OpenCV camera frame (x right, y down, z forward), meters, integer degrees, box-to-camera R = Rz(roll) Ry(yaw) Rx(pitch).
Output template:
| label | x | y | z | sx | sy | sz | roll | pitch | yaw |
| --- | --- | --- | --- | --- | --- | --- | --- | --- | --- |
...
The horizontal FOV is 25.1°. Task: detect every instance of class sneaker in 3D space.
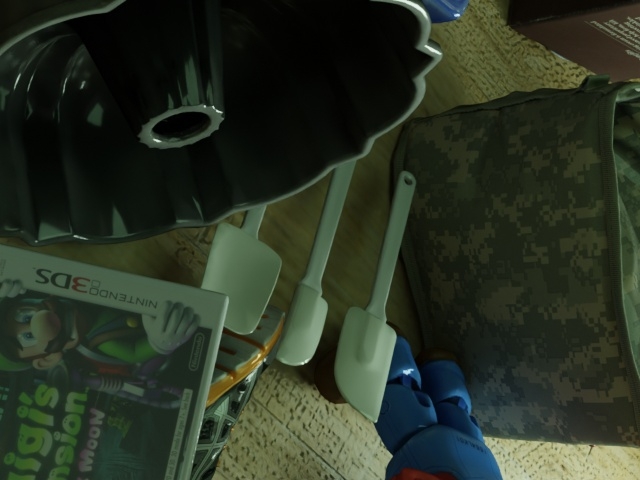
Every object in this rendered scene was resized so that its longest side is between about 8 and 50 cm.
| label | x | y | z | sx | sy | sz | roll | pitch | yaw |
| --- | --- | --- | --- | --- | --- | --- | --- | --- | --- |
| sneaker | -0.095 | 0.126 | 1.029 | 0.215 | 0.084 | 0.083 | -49 | 137 | -32 |

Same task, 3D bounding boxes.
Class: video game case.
| label | x | y | z | sx | sy | sz | roll | pitch | yaw |
| --- | --- | --- | --- | --- | --- | --- | --- | --- | --- |
| video game case | -0.163 | 0.108 | 0.933 | 0.173 | 0.022 | 0.190 | 13 | 77 | -5 |

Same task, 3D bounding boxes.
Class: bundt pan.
| label | x | y | z | sx | sy | sz | roll | pitch | yaw |
| --- | --- | --- | --- | --- | --- | --- | --- | --- | --- |
| bundt pan | -0.099 | -0.121 | 0.886 | 0.330 | 0.331 | 0.124 | 4 | 61 | -42 |

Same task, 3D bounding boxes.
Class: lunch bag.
| label | x | y | z | sx | sy | sz | roll | pitch | yaw |
| --- | --- | --- | --- | --- | --- | --- | --- | --- | --- |
| lunch bag | 0.196 | 0.012 | 1.187 | 0.169 | 0.235 | 0.287 | -19 | 100 | -41 |

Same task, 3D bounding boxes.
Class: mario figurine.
| label | x | y | z | sx | sy | sz | roll | pitch | yaw |
| --- | --- | --- | --- | --- | --- | --- | --- | --- | --- |
| mario figurine | 0.077 | 0.215 | 1.064 | 0.198 | 0.320 | 0.170 | -5 | 128 | -15 |

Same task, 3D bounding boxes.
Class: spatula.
| label | x | y | z | sx | sy | sz | roll | pitch | yaw |
| --- | --- | --- | --- | --- | --- | --- | --- | --- | --- |
| spatula | 0.000 | 0.000 | 1.084 | 0.168 | 0.019 | 0.242 | 31 | 47 | -18 |

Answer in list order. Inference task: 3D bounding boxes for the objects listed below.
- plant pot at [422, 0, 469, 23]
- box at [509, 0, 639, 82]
| label | x | y | z | sx | sy | sz | roll | pitch | yaw |
| --- | --- | --- | --- | --- | --- | --- | --- | --- | --- |
| plant pot | -0.012 | -0.297 | 1.028 | 0.236 | 0.212 | 0.236 | 33 | 67 | -36 |
| box | 0.311 | -0.260 | 1.329 | 0.168 | 0.203 | 0.167 | 19 | 75 | -41 |
